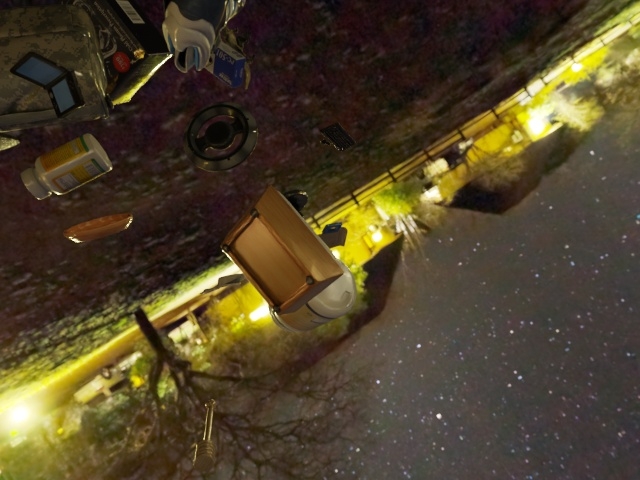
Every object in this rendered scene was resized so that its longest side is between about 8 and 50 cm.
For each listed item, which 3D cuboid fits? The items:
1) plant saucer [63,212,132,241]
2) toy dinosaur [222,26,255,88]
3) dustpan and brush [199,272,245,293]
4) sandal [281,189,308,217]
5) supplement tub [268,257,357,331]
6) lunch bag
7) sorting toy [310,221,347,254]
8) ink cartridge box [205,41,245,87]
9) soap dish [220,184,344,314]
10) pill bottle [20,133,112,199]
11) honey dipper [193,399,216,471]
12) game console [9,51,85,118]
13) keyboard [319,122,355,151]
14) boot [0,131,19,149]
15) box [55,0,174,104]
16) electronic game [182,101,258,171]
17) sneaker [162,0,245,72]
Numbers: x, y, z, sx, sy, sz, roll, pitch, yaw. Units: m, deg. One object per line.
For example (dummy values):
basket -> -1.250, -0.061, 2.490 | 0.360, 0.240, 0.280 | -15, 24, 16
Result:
plant saucer -> -0.680, -0.039, 1.414 | 0.200, 0.037, 0.200 | -10, -163, 3
toy dinosaur -> -0.274, -0.649, 1.559 | 0.118, 0.268, 0.064 | 12, -133, 44
dustpan and brush -> -0.422, 0.188, 1.988 | 0.211, 0.060, 0.147 | -9, 172, -4
sandal -> -0.133, -0.069, 1.778 | 0.168, 0.106, 0.445 | -22, 166, -19
supplement tub -> -0.039, 0.208, 1.694 | 0.228, 0.228, 0.316 | -31, 177, -41
lunch bag -> -0.667, -0.382, 1.079 | 0.306, 0.255, 0.212 | -13, 154, -18
sorting toy -> 0.000, 0.000, 1.764 | 0.196, 0.047, 0.347 | -15, 159, -8
ink cartridge box -> -0.331, -0.588, 1.473 | 0.046, 0.207, 0.097 | -34, 156, -41
soap dish -> -0.110, 0.038, 1.187 | 0.229, 0.290, 0.118 | -42, 177, 38
pill bottle -> -0.707, -0.201, 1.277 | 0.209, 0.117, 0.117 | -31, 177, -8
honey dipper -> -0.184, 0.308, 0.749 | 0.031, 0.030, 0.160 | -33, -163, 0
game console -> -0.543, -0.304, 0.912 | 0.122, 0.107, 0.071 | -4, -164, 40
keyboard -> 0.058, -0.394, 1.789 | 0.108, 0.023, 0.180 | -19, 157, 22
boot -> -1.075, -0.395, 1.374 | 0.118, 0.222, 0.338 | -22, 179, 4
box -> -0.785, -0.729, 1.689 | 0.313, 0.343, 0.179 | -32, -168, 27
electronic game -> -0.299, -0.311, 1.364 | 0.229, 0.229, 0.048 | -33, 163, -3
sneaker -> -0.270, -0.490, 1.020 | 0.236, 0.130, 0.323 | -61, -165, 9
